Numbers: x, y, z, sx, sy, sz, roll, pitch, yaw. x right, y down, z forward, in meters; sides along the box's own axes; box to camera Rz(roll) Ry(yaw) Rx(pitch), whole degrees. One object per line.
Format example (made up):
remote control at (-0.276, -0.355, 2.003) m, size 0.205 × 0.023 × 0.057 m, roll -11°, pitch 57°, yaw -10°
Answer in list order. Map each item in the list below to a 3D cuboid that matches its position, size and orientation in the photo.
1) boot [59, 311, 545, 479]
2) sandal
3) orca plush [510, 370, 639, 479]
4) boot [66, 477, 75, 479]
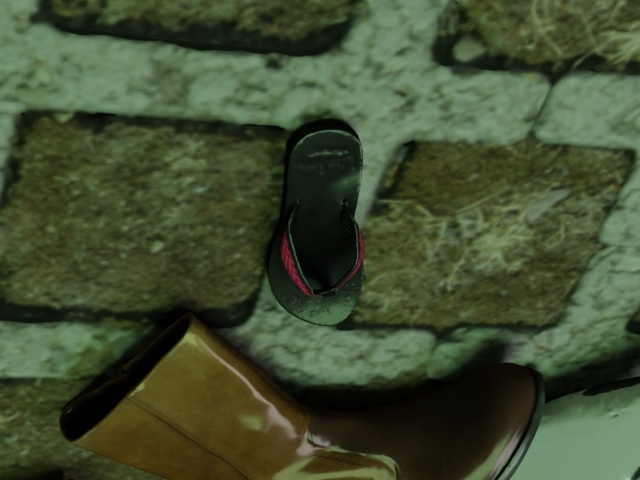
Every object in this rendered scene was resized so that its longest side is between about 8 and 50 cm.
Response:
boot at (-0.007, 0.121, 1.190) m, size 0.264 × 0.096 × 0.280 m, roll -33°, pitch 128°, yaw 26°
sandal at (0.000, 0.000, 1.078) m, size 0.067 × 0.040 × 0.179 m, roll -8°, pitch 136°, yaw -10°
orca plush at (0.221, 0.144, 1.289) m, size 0.151 × 0.102 × 0.287 m, roll 44°, pitch 105°, yaw 5°
boot at (-0.255, 0.312, 1.227) m, size 0.207 × 0.094 × 0.246 m, roll -25°, pitch 133°, yaw -25°
